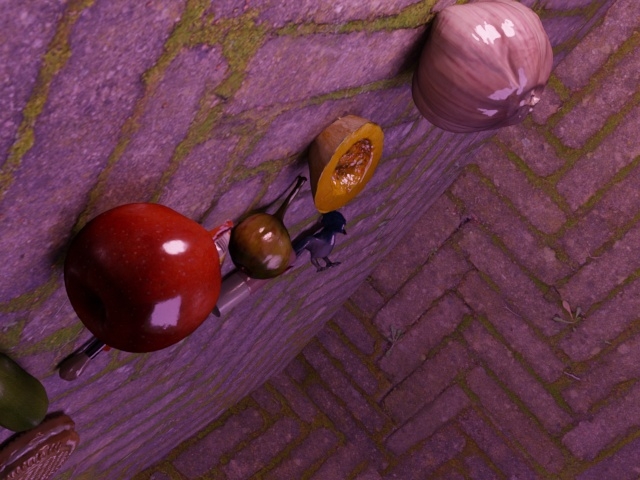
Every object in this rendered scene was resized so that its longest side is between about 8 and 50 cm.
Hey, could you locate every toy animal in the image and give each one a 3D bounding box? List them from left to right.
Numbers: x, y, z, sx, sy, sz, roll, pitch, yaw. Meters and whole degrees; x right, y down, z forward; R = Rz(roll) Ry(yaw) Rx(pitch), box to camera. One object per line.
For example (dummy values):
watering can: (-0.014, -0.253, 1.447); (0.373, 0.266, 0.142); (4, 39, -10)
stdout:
toy animal: (0.000, 0.000, 2.042); (0.255, 0.176, 0.239); (-6, -165, 44)

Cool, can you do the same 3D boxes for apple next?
apple: (-0.258, 0.054, 1.046); (0.201, 0.218, 0.218); (-43, 171, -41)

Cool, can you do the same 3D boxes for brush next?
brush: (-0.401, 0.173, 1.435); (0.299, 0.042, 0.039); (-42, -164, -12)

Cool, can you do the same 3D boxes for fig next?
fig: (-0.103, -0.035, 1.555); (0.245, 0.149, 0.149); (-60, 173, -18)

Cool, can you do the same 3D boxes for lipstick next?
lipstick: (-0.175, 0.093, 1.800); (0.254, 0.070, 0.070); (-37, 167, -28)

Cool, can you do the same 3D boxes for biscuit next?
biscuit: (-0.661, 0.502, 1.627); (0.259, 0.079, 0.259); (-41, 168, -10)

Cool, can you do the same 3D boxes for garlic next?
garlic: (0.331, -0.347, 1.464); (0.317, 0.259, 0.317); (-45, 171, -10)

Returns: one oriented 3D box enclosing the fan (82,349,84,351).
fan: (-0.485, 0.241, 1.474); (0.060, 0.003, 0.080); (-46, 168, 8)

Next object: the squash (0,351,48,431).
squash: (-0.524, 0.265, 1.210); (0.101, 0.101, 0.378); (-38, 168, -23)

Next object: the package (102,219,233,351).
package: (-0.283, 0.093, 1.337); (0.223, 0.108, 0.288); (-25, 153, -44)

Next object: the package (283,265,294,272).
package: (-0.162, 0.103, 1.911); (0.083, 0.022, 0.200); (-4, -163, 39)

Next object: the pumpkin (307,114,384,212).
pumpkin: (0.035, -0.177, 1.499); (0.217, 0.110, 0.217); (-36, 154, -21)
